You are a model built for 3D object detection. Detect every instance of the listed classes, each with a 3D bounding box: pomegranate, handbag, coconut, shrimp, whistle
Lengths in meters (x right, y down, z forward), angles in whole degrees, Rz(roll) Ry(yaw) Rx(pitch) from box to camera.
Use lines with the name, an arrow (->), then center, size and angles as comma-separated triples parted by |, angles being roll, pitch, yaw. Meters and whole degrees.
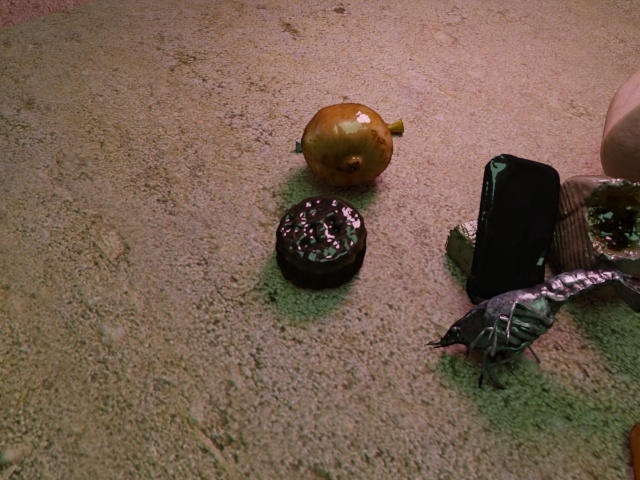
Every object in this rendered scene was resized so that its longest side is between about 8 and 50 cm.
pomegranate -> 0.072, -0.253, 1.293 | 0.249, 0.248, 0.248 | -1, 51, 1
handbag -> 0.422, -0.013, 1.062 | 0.192, 0.075, 0.331 | 11, 89, -18
coconut -> 0.913, -0.254, 1.197 | 0.416, 0.344, 0.415 | 1, 48, -1
shrimp -> 0.418, 0.161, 0.959 | 0.411, 0.221, 0.166 | -35, 64, 12
whistle -> 0.197, -0.348, 1.483 | 0.109, 0.046, 0.057 | -8, 66, 2

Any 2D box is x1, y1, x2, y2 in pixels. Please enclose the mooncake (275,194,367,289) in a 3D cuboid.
mooncake -> 0.000, 0.000, 1.153 | 0.229, 0.124, 0.228 | -1, 53, 1

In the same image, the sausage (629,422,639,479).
sausage -> 0.588, 0.407, 0.855 | 0.062, 0.054, 0.183 | -14, 46, 32

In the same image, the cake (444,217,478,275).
cake -> 0.431, -0.003, 1.159 | 0.236, 0.100, 0.099 | -16, 54, -11

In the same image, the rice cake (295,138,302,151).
rice cake -> 0.007, -0.298, 1.449 | 0.171, 0.033, 0.029 | -13, 51, -9

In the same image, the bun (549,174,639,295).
bun -> 0.637, -0.012, 1.076 | 0.205, 0.281, 0.281 | 1, 51, -9
